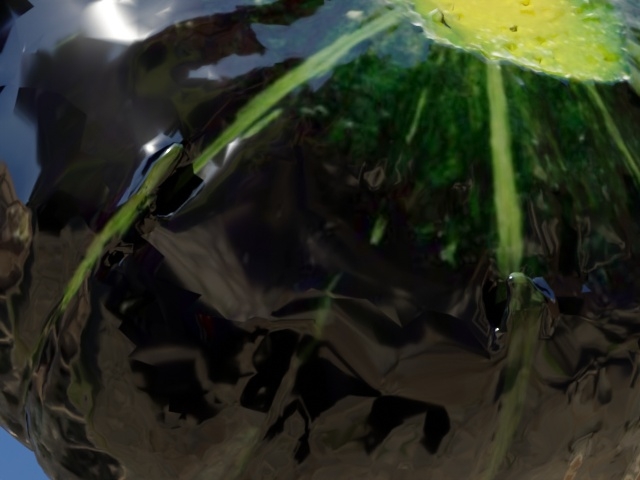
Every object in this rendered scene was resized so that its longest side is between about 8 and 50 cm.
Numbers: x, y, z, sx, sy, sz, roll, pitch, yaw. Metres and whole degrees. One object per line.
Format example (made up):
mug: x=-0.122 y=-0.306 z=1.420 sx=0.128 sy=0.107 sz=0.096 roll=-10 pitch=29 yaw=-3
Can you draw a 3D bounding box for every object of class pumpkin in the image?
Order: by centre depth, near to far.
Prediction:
pumpkin: x=0.000 y=0.000 z=0.594 sx=0.296 sy=0.296 sz=0.295 roll=-4 pitch=-51 yaw=-5
